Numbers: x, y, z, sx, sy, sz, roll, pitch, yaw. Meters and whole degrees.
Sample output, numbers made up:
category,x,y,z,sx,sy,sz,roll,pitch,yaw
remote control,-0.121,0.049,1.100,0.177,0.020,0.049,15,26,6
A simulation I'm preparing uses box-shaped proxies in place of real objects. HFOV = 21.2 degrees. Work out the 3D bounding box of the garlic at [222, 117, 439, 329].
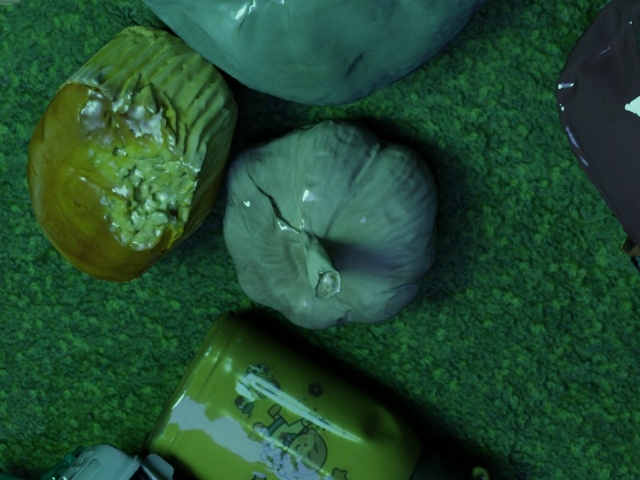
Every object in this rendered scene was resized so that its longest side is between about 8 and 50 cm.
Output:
category,x,y,z,sx,sy,sz,roll,pitch,yaw
garlic,0.000,0.000,1.580,0.218,0.212,0.218,3,112,8

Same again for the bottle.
category,x,y,z,sx,sy,sz,roll,pitch,yaw
bottle,0.010,0.227,1.704,0.351,0.171,0.171,31,119,0

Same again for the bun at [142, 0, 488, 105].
category,x,y,z,sx,sy,sz,roll,pitch,yaw
bun,-0.008,-0.271,1.461,0.354,0.194,0.354,6,115,14

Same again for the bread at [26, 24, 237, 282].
category,x,y,z,sx,sy,sz,roll,pitch,yaw
bread,-0.182,-0.072,1.603,0.179,0.133,0.250,43,139,5

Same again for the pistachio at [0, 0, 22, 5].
category,x,y,z,sx,sy,sz,roll,pitch,yaw
pistachio,-0.319,-0.359,1.505,0.193,0.214,0.318,-36,111,-12

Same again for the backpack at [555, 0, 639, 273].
category,x,y,z,sx,sy,sz,roll,pitch,yaw
backpack,0.351,-0.086,1.453,0.283,0.197,0.317,-34,98,27

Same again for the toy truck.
category,x,y,z,sx,sy,sz,roll,pitch,yaw
toy truck,-0.238,0.300,1.734,0.178,0.176,0.363,46,157,-15
